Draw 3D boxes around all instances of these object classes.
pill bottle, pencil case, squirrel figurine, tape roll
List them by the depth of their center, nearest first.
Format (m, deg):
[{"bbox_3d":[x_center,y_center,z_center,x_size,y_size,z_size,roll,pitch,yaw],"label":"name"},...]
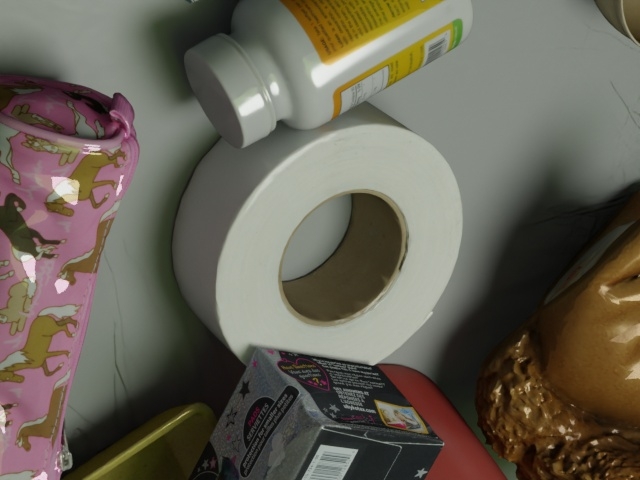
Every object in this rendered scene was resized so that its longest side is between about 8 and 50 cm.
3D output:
[{"bbox_3d":[-0.272,0.046,1.323,0.167,0.160,0.386,-2,115,-43],"label":"pencil case"},{"bbox_3d":[0.005,-0.185,1.397,0.246,0.136,0.136,-31,128,-17],"label":"pill bottle"},{"bbox_3d":[0.000,0.000,1.521,0.286,0.100,0.286,-16,122,-27],"label":"tape roll"},{"bbox_3d":[0.387,0.187,1.670,0.370,0.281,0.397,44,91,1],"label":"squirrel figurine"}]

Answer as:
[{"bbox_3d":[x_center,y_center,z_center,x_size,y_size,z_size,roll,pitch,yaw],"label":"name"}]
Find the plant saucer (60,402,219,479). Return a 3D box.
[{"bbox_3d":[-0.216,0.347,1.577,0.333,0.081,0.333,-33,129,-15],"label":"plant saucer"}]

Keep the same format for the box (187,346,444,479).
[{"bbox_3d":[-0.027,0.247,1.493,0.163,0.142,0.247,13,112,-38],"label":"box"}]

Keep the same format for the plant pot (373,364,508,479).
[{"bbox_3d":[0.095,0.310,1.661,0.275,0.243,0.275,-17,123,-27],"label":"plant pot"}]

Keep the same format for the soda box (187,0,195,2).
[{"bbox_3d":[-0.056,-0.274,1.356,0.183,0.063,0.058,-26,126,-21],"label":"soda box"}]

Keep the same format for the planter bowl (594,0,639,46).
[{"bbox_3d":[0.339,-0.288,1.588,0.162,0.109,0.162,-17,123,-27],"label":"planter bowl"}]
